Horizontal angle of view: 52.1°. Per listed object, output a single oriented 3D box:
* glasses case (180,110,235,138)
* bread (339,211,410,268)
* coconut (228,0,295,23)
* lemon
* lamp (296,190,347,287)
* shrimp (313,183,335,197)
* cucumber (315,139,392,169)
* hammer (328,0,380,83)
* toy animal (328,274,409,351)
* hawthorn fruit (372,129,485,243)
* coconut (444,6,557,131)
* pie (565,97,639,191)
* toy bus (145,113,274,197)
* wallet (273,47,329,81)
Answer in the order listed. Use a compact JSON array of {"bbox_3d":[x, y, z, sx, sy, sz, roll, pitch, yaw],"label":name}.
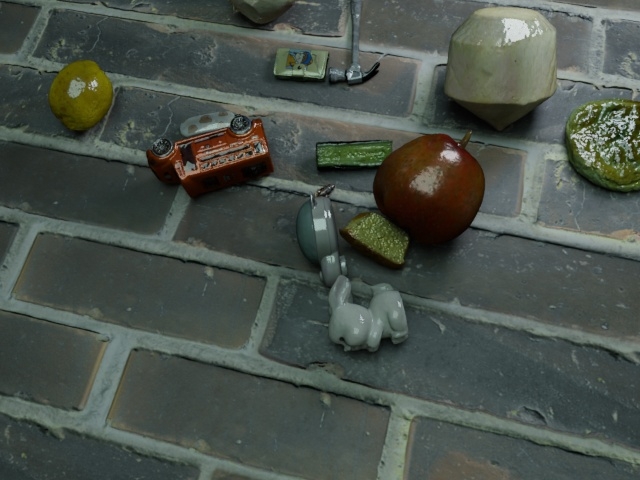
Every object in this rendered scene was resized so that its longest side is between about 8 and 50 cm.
[{"bbox_3d":[-0.325,-0.334,1.899,0.164,0.041,0.063,-10,66,1],"label":"glasses case"},{"bbox_3d":[0.146,-0.005,1.671,0.187,0.065,0.103,34,73,-4],"label":"bread"},{"bbox_3d":[-0.172,-0.771,1.978,0.224,0.224,0.234,-36,68,-10],"label":"coconut"},{"bbox_3d":[-0.698,-0.422,1.910,0.170,0.170,0.207,26,78,16],"label":"lemon"},{"bbox_3d":[-0.002,0.002,1.659,0.108,0.179,0.246,-14,86,4],"label":"lamp"},{"bbox_3d":[0.002,-0.126,1.782,0.092,0.038,0.029,-53,30,-15],"label":"shrimp"},{"bbox_3d":[0.093,-0.238,1.812,0.211,0.062,0.078,-3,101,-2],"label":"cucumber"},{"bbox_3d":[0.099,-0.657,1.993,0.152,0.044,0.427,-2,67,4],"label":"hammer"},{"bbox_3d":[0.114,0.179,1.589,0.193,0.127,0.178,-2,70,4],"label":"toy animal"},{"bbox_3d":[0.288,-0.147,1.623,0.277,0.277,0.298,39,107,19],"label":"hawthorn fruit"},{"bbox_3d":[0.484,-0.449,1.749,0.329,0.329,0.328,-2,67,5],"label":"coconut"},{"bbox_3d":[0.784,-0.262,1.736,0.277,0.078,0.277,-3,67,7],"label":"pie"},{"bbox_3d":[-0.300,-0.218,1.795,0.329,0.143,0.153,-16,69,-3],"label":"toy bus"},{"bbox_3d":[-0.058,-0.527,1.955,0.155,0.039,0.110,6,67,9],"label":"wallet"}]
